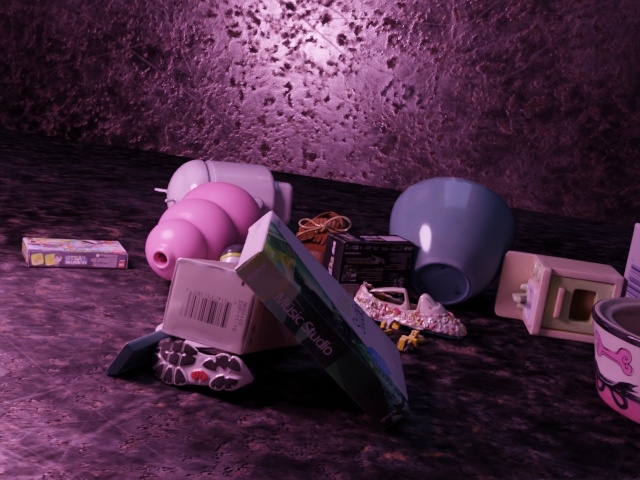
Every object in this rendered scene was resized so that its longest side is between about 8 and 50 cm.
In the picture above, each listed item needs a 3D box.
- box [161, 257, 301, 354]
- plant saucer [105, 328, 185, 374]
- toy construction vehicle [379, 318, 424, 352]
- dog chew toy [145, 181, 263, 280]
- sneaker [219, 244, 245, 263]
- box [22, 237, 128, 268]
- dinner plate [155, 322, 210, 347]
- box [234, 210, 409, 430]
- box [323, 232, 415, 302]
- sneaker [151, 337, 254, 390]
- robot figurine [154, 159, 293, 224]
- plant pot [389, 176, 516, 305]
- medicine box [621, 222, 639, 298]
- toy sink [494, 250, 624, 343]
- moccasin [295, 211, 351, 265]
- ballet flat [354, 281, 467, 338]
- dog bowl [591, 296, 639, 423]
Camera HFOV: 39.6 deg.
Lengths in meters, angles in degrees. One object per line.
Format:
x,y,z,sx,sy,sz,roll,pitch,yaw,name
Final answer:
-0.121,0.106,1.470,0.148,0.121,0.311,13,0,18,box
-0.261,0.166,1.404,0.018,0.067,0.192,44,22,13,plant saucer
0.150,0.176,1.680,0.086,0.035,0.098,16,14,32,toy construction vehicle
-0.257,-0.007,1.920,0.206,0.207,0.332,12,20,18,dog chew toy
-0.116,0.089,1.861,0.234,0.097,0.084,20,-35,-27,sneaker
-0.531,0.028,1.924,0.207,0.036,0.114,2,13,-26,box
-0.219,0.159,1.569,0.141,0.017,0.141,8,13,-2,dinner plate
0.006,0.111,1.343,0.322,0.058,0.232,47,11,-11,box
0.099,0.065,1.906,0.180,0.147,0.077,1,14,-28,box
-0.179,0.197,1.346,0.170,0.068,0.071,13,-11,22,sneaker
-0.254,-0.109,2.365,0.353,0.200,0.300,3,3,-24,robot figurine
0.284,0.031,1.996,0.290,0.290,0.195,10,44,10,plant pot
0.778,0.119,1.817,0.289,0.263,0.149,6,13,-8,medicine box
0.504,0.122,1.899,0.234,0.153,0.131,10,12,3,toy sink
0.003,0.001,2.143,0.139,0.147,0.380,10,12,11,moccasin
0.178,0.138,1.783,0.241,0.077,0.091,11,11,13,ballet flat
0.657,0.225,1.516,0.408,0.150,0.408,8,11,-1,dog bowl
